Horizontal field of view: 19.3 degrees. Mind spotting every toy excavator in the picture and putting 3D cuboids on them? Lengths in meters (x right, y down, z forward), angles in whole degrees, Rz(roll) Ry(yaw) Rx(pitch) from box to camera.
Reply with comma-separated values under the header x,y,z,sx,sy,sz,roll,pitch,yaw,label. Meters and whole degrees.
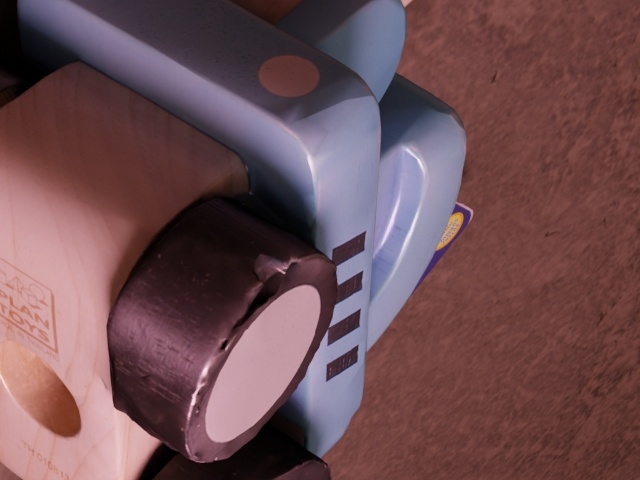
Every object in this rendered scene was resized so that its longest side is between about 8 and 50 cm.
x,y,z,sx,sy,sz,roll,pitch,yaw,label
-0.006,-0.098,0.932,0.445,0.222,0.433,-44,152,-34,toy excavator

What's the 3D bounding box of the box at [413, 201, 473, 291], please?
x,y,z,sx,sy,sz,roll,pitch,yaw,label
0.000,0.000,1.170,0.136,0.036,0.225,-52,148,8,box
